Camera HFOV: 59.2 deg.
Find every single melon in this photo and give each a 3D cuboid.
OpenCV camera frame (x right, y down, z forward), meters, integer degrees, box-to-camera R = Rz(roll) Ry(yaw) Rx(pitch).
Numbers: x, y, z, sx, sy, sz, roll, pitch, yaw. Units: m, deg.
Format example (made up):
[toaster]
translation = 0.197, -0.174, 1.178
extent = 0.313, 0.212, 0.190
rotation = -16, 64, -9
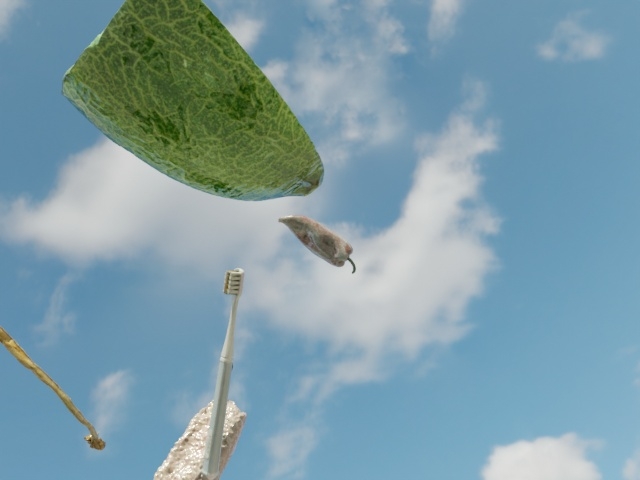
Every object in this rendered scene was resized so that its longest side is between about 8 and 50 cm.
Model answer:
[melon]
translation = -0.111, -0.139, 0.660
extent = 0.196, 0.124, 0.323
rotation = -35, -57, 27

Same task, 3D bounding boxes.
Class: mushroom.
[mushroom]
translation = -0.367, 0.164, 0.722
extent = 0.028, 0.026, 0.286
rotation = -31, -74, 7

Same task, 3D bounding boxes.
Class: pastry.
[pastry]
translation = -0.219, 0.391, 0.985
extent = 0.265, 0.112, 0.103
rotation = -46, -34, -34

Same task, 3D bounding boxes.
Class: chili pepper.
[chili pepper]
translation = 0.000, 0.000, 0.933
extent = 0.153, 0.041, 0.050
rotation = 34, -90, 5

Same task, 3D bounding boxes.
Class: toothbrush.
[toothbrush]
translation = -0.156, 0.214, 0.906
extent = 0.030, 0.025, 0.343
rotation = 4, -87, -49
